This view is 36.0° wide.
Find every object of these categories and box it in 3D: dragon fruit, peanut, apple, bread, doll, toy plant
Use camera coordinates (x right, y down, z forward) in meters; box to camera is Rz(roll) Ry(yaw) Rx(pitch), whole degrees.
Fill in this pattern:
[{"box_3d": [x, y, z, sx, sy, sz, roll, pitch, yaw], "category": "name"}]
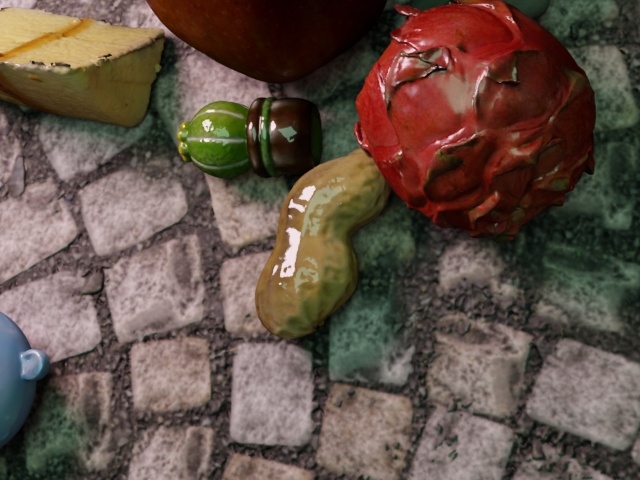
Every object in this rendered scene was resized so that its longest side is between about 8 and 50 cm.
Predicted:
[{"box_3d": [0.159, -0.124, 1.012, 0.252, 0.241, 0.241, 31, 86, 27], "category": "dragon fruit"}, {"box_3d": [0.000, 0.000, 1.084, 0.103, 0.098, 0.229, 24, 84, -27], "category": "peanut"}, {"box_3d": [-0.068, -0.332, 1.062, 0.288, 0.317, 0.288, -7, 62, 14], "category": "apple"}, {"box_3d": [-0.328, -0.231, 1.152, 0.240, 0.178, 0.135, 13, 83, 15], "category": "bread"}, {"box_3d": [-0.448, 0.170, 1.118, 0.314, 0.141, 0.177, -14, 73, 12], "category": "doll"}, {"box_3d": [-0.083, -0.116, 1.124, 0.162, 0.093, 0.093, 0, 79, 12], "category": "toy plant"}]

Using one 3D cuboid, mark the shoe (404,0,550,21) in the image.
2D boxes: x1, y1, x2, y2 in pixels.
[{"box_3d": [0.207, -0.288, 1.106, 0.251, 0.100, 0.103, -40, 33, 16], "category": "shoe"}]
